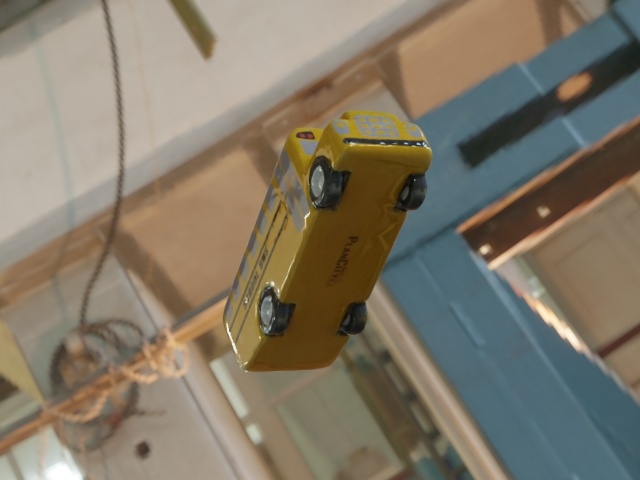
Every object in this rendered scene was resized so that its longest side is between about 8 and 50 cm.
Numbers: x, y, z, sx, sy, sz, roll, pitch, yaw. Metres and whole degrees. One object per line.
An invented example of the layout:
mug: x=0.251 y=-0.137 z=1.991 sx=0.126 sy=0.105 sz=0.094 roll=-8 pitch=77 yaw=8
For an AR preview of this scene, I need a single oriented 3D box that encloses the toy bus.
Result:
toy bus: x=0.000 y=0.000 z=1.458 sx=0.108 sy=0.130 sz=0.333 roll=1 pitch=-47 yaw=-25
